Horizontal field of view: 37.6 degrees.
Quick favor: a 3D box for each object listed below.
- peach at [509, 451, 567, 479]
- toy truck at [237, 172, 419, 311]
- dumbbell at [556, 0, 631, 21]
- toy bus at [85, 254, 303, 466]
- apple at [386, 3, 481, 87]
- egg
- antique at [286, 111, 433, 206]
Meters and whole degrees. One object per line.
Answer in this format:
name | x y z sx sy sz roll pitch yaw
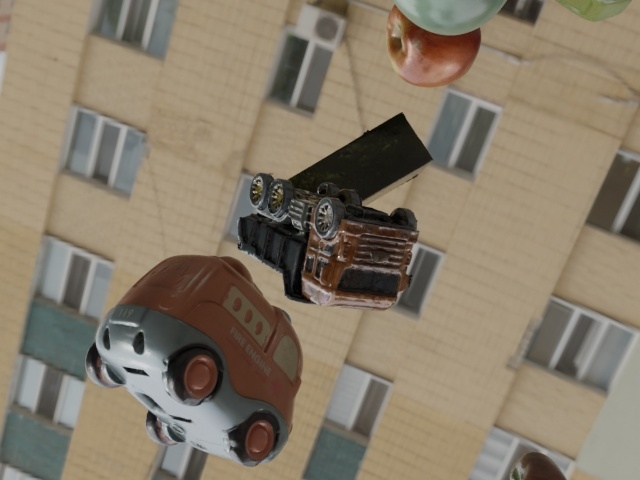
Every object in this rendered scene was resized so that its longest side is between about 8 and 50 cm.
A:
peach | 0.409 0.487 1.760 0.152 0.152 0.152 16 -158 -7
toy truck | 0.000 0.000 0.802 0.083 0.092 0.192 7 -171 -30
dumbbell | 0.131 -0.291 0.735 0.302 0.108 0.121 34 -178 8
toy bus | -0.143 0.145 1.224 0.194 0.287 0.232 -2 -132 41
apple | 0.187 -0.335 1.558 0.139 0.163 0.163 -5 -151 -16
egg | 0.147 -0.350 1.082 0.168 0.230 0.168 -7 -148 4
antique | 0.035 -0.077 1.258 0.080 0.221 0.081 57 167 6
